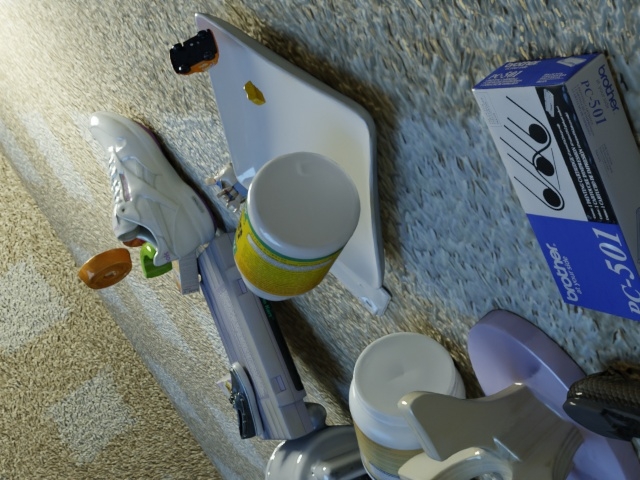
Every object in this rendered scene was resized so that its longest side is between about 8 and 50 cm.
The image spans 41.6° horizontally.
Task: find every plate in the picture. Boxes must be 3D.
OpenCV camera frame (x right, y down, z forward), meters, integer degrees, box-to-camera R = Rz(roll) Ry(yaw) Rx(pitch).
[{"bbox_3d":[-0.021,-0.106,0.970,0.278,0.045,0.277,38,153,32],"label":"plate"}]

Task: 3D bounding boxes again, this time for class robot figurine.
[{"bbox_3d":[0.017,0.434,1.510,0.353,0.200,0.300,146,111,-68],"label":"robot figurine"}]

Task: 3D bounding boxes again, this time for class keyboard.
[{"bbox_3d":[0.000,0.000,1.138,0.256,0.014,0.072,45,152,16],"label":"keyboard"}]

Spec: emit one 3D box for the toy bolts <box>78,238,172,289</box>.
[{"bbox_3d":[-0.364,-0.039,1.575,0.158,0.218,0.228,57,142,19],"label":"toy bolts"}]

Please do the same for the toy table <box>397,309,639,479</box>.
[{"bbox_3d":[0.205,0.229,0.885,0.274,0.161,0.252,53,158,-1],"label":"toy table"}]

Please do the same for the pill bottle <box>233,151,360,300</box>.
[{"bbox_3d":[-0.035,-0.004,0.936,0.117,0.117,0.208,49,158,8],"label":"pill bottle"}]

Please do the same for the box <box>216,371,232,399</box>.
[{"bbox_3d":[-0.155,0.305,1.832,0.063,0.067,0.324,52,157,-1],"label":"box"}]

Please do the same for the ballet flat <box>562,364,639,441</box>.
[{"bbox_3d":[0.312,0.147,0.700,0.084,0.058,0.250,46,159,-24],"label":"ballet flat"}]

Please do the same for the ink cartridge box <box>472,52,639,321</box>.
[{"bbox_3d":[0.199,-0.038,0.640,0.097,0.046,0.207,14,137,59],"label":"ink cartridge box"}]

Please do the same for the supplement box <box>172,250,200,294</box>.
[{"bbox_3d":[-0.248,0.041,1.535,0.062,0.036,0.098,-136,39,-58],"label":"supplement box"}]

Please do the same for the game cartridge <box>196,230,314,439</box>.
[{"bbox_3d":[-0.120,0.173,1.468,0.355,0.068,0.230,68,155,5],"label":"game cartridge"}]

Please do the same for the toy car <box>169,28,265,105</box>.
[{"bbox_3d":[-0.111,-0.174,0.915,0.122,0.060,0.040,52,-169,19],"label":"toy car"}]

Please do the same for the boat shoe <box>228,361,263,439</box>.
[{"bbox_3d":[-0.137,0.283,1.472,0.049,0.040,0.142,15,123,65],"label":"boat shoe"}]

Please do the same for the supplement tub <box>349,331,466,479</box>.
[{"bbox_3d":[0.113,0.224,1.074,0.144,0.144,0.199,36,153,35],"label":"supplement tub"}]

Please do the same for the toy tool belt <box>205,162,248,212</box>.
[{"bbox_3d":[-0.124,-0.068,1.213,0.083,0.051,0.052,53,-171,-1],"label":"toy tool belt"}]

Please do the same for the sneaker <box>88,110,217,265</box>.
[{"bbox_3d":[-0.314,-0.092,1.426,0.305,0.152,0.114,49,160,11],"label":"sneaker"}]
